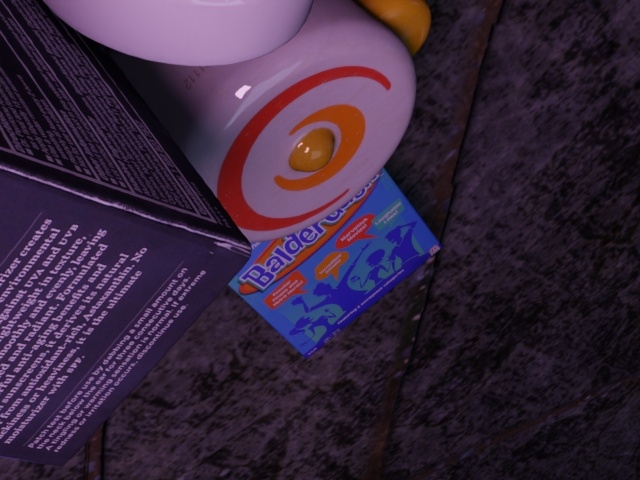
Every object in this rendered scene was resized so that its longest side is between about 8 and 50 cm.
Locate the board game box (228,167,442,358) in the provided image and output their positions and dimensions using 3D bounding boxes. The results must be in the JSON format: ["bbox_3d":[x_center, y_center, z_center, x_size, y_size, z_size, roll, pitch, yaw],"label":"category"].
[{"bbox_3d":[0.000,0.000,1.403,0.160,0.047,0.210,-40,147,2],"label":"board game box"}]

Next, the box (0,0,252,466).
[{"bbox_3d":[-0.245,-0.060,0.858,0.182,0.296,0.294,-48,145,14],"label":"box"}]

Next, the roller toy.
[{"bbox_3d":[-0.036,-0.101,1.151,0.209,0.146,0.191,-13,140,-36],"label":"roller toy"}]

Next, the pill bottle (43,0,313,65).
[{"bbox_3d":[-0.050,-0.282,0.861,0.204,0.204,0.361,-16,142,-31],"label":"pill bottle"}]
